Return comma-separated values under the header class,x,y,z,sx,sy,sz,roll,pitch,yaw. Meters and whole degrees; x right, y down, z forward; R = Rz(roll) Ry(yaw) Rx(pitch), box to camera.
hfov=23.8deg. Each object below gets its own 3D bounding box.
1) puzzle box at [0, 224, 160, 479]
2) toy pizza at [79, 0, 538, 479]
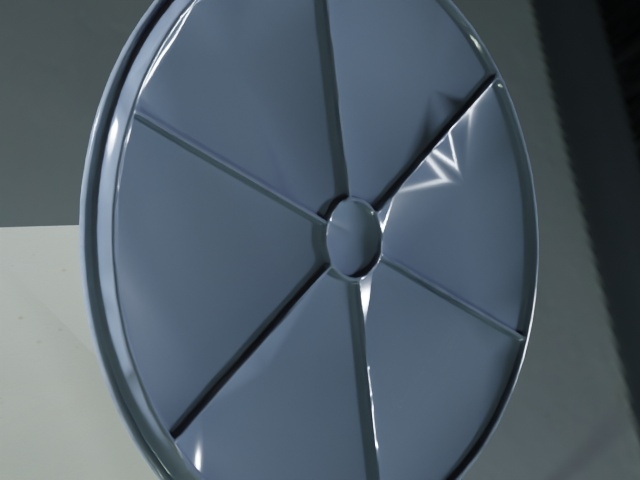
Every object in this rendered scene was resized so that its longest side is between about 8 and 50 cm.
class,x,y,z,sx,sy,sz,roll,pitch,yaw
puzzle box,-0.231,0.128,0.785,0.409,0.052,0.272,-1,71,-7
toy pizza,0.000,0.000,0.491,0.201,0.032,0.201,2,87,-45
